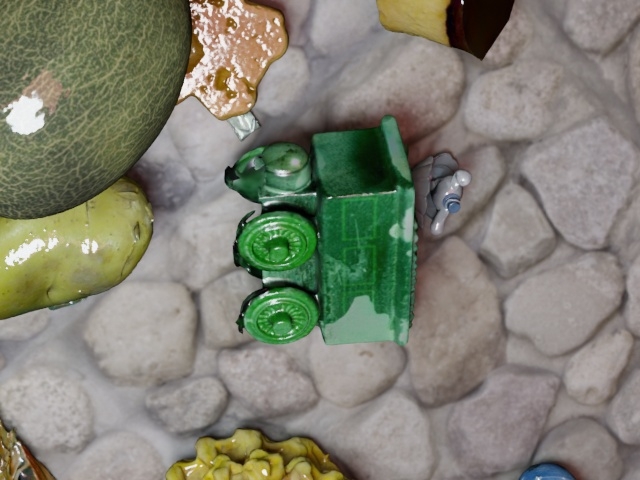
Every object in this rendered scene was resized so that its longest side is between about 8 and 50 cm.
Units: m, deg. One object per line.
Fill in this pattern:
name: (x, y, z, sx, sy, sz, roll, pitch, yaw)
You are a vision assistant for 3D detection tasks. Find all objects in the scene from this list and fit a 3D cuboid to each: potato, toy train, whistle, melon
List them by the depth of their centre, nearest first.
melon: (-0.252, -0.167, 1.168, 0.237, 0.237, 0.302, 40, 75, -18)
potato: (-0.298, 0.007, 1.297, 0.248, 0.169, 0.143, -23, 87, -10)
toy train: (0.000, 0.000, 1.333, 0.201, 0.145, 0.266, -5, 132, -4)
whistle: (0.304, 0.325, 1.537, 0.158, 0.090, 0.090, 11, 103, -13)

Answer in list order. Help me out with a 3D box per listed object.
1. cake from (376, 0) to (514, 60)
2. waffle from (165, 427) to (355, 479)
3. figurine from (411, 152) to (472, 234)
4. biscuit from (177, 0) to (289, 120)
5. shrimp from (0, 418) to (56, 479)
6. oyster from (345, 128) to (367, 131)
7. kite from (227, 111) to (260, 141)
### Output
cake: (0.106, -0.303, 1.288, 0.178, 0.185, 0.208, 13, 108, 23)
waffle: (-0.071, 0.386, 1.452, 0.261, 0.151, 0.324, 8, 107, -17)
figurine: (0.135, -0.052, 1.400, 0.082, 0.086, 0.094, 3, 105, -13)
biscuit: (-0.159, -0.237, 1.308, 0.249, 0.035, 0.184, 27, 101, -15)
shrimp: (-0.353, 0.315, 1.418, 0.145, 0.061, 0.267, -15, 94, -37)
oyster: (0.022, -0.102, 1.378, 0.083, 0.080, 0.038, -23, 85, -37)
kite: (-0.169, -0.267, 1.324, 0.406, 0.014, 0.368, -33, 108, 0)
